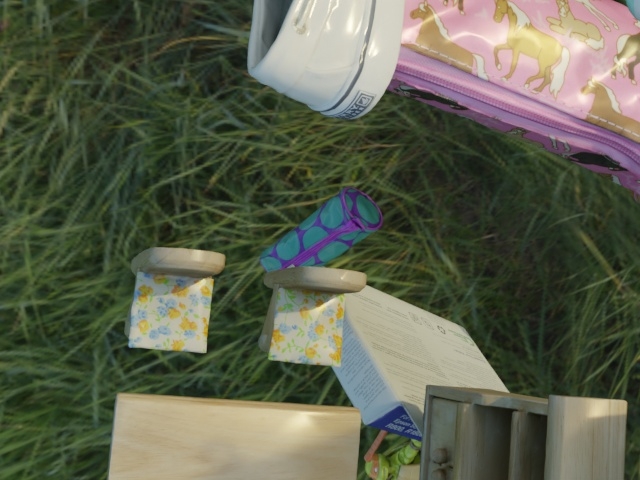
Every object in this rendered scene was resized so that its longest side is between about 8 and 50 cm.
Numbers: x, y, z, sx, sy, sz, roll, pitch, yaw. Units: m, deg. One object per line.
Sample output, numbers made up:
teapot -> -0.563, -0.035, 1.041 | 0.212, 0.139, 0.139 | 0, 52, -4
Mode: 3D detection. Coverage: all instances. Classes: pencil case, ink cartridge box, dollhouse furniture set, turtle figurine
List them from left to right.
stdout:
pencil case -> 0.000, 0.000, 1.102 | 0.064, 0.070, 0.151 | 45, 121, -12
dollhouse furniture set -> 0.020, 0.204, 0.811 | 0.256, 0.394, 0.362 | 165, 111, -71
turtle figurine -> 0.153, 0.334, 1.358 | 0.217, 0.087, 0.270 | 2, 128, -9
ink cartridge box -> 0.147, 0.198, 1.212 | 0.071, 0.324, 0.330 | -49, 42, 18
pencil case -> 0.170, -0.156, 0.815 | 0.386, 0.160, 0.167 | 17, 87, -16

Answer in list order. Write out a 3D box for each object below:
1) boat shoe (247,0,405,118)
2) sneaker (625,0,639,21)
boat shoe -> 0.003, -0.202, 0.555 | 0.095, 0.084, 0.258 | -27, 56, 51
sneaker -> 0.155, -0.087, 0.355 | 0.069, 0.038, 0.098 | -6, 99, 39
